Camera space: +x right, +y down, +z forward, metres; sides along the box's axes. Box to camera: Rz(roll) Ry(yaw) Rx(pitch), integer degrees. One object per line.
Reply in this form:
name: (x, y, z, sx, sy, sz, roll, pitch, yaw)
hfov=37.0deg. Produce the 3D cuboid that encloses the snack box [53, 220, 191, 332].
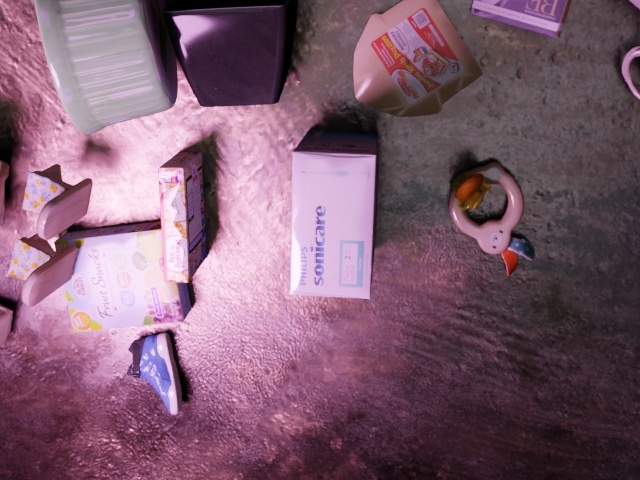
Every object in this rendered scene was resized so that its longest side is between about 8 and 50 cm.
snack box: (-0.348, 0.064, 1.692, 0.207, 0.070, 0.174, -7, 105, 9)

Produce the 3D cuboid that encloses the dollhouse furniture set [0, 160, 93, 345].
dollhouse furniture set: (-0.627, 0.033, 1.571, 0.362, 0.256, 0.394, 23, 117, 8)

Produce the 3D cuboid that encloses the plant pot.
plant pot: (-0.128, -0.312, 1.516, 0.188, 0.187, 0.167, -2, 118, 6)

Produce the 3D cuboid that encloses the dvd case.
dvd case: (0.328, -0.437, 1.461, 0.164, 0.018, 0.221, 29, 112, 38)

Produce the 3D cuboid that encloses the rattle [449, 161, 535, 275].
rattle: (0.294, -0.025, 1.573, 0.130, 0.143, 0.199, -21, 97, -8)

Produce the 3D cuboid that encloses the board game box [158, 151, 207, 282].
board game box: (-0.230, -0.043, 1.611, 0.045, 0.147, 0.193, 1, 105, 5)

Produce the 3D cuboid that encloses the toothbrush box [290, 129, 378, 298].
toothbrush box: (0.026, -0.052, 1.500, 0.126, 0.295, 0.216, 3, 102, 4)

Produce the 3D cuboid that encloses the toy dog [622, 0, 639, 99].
toy dog: (0.534, -0.388, 1.439, 0.161, 0.220, 0.333, -39, 107, -25)

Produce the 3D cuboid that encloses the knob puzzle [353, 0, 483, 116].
knob puzzle: (0.139, -0.289, 1.565, 0.213, 0.030, 0.213, 1, 106, 4)

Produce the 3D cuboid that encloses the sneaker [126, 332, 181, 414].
sneaker: (-0.306, 0.248, 1.744, 0.084, 0.058, 0.152, -10, 100, 2)

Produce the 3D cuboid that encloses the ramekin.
ramekin: (-0.318, -0.324, 1.467, 0.148, 0.303, 0.303, -10, 105, 1)
